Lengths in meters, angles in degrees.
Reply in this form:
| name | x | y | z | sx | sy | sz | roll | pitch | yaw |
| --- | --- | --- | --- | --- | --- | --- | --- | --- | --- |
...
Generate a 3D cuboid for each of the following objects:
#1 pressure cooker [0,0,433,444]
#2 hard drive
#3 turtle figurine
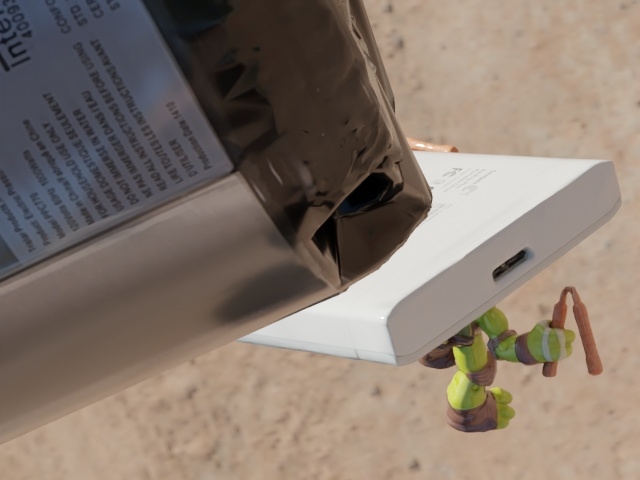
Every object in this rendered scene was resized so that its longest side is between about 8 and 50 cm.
| name | x | y | z | sx | sy | sz | roll | pitch | yaw |
| --- | --- | --- | --- | --- | --- | --- | --- | --- | --- |
| pressure cooker | -0.214 | -0.083 | 0.642 | 0.420 | 0.375 | 0.370 | -25 | 84 | 5 |
| hard drive | 0.000 | 0.000 | 1.315 | 0.353 | 0.233 | 0.047 | 6 | 120 | 46 |
| turtle figurine | 0.118 | 0.062 | 1.484 | 0.269 | 0.087 | 0.217 | 47 | 157 | 32 |
